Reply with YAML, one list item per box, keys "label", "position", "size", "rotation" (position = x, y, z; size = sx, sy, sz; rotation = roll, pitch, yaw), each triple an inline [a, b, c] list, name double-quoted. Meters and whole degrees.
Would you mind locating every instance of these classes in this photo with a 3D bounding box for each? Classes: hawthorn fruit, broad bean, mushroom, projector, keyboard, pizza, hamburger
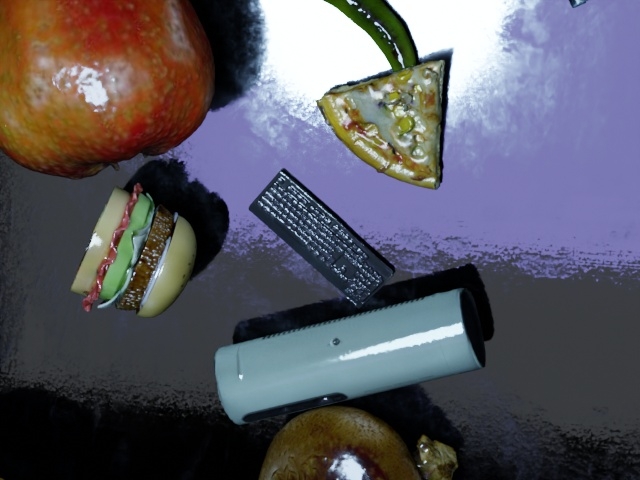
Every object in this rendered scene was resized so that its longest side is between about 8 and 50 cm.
- label: "hawthorn fruit"
  position: [-0.271, -0.257, 1.834]
  size: [0.284, 0.285, 0.369]
  rotation: [-4, 91, 13]
- label: "broad bean"
  position: [0.048, -0.269, 1.884]
  size: [0.069, 0.039, 0.227]
  rotation: [-39, 98, 19]
- label: "mushroom"
  position: [0.048, 0.353, 1.997]
  size: [0.278, 0.163, 0.297]
  rotation: [-31, 96, 18]
- label: "projector"
  position: [0.036, 0.147, 1.970]
  size: [0.337, 0.108, 0.108]
  rotation: [-15, 102, 15]
- label: "keyboard"
  position: [0.000, 0.000, 1.984]
  size: [0.196, 0.015, 0.074]
  rotation: [43, 110, -2]
- label: "pizza"
  position: [0.105, -0.146, 1.890]
  size: [0.185, 0.036, 0.176]
  rotation: [45, 126, -10]
- label: "hamburger"
  position: [-0.228, 0.020, 1.966]
  size: [0.136, 0.175, 0.175]
  rotation: [22, 109, -9]

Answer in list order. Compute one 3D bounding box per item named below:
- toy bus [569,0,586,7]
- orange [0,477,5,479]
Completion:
- label: "toy bus"
  position: [0.383, -0.377, 1.738]
  size: [0.271, 0.133, 0.165]
  rotation: [-22, 95, 14]
- label: "orange"
  position: [-0.498, 0.476, 2.042]
  size: [0.322, 0.357, 0.322]
  rotation: [9, 116, 19]
